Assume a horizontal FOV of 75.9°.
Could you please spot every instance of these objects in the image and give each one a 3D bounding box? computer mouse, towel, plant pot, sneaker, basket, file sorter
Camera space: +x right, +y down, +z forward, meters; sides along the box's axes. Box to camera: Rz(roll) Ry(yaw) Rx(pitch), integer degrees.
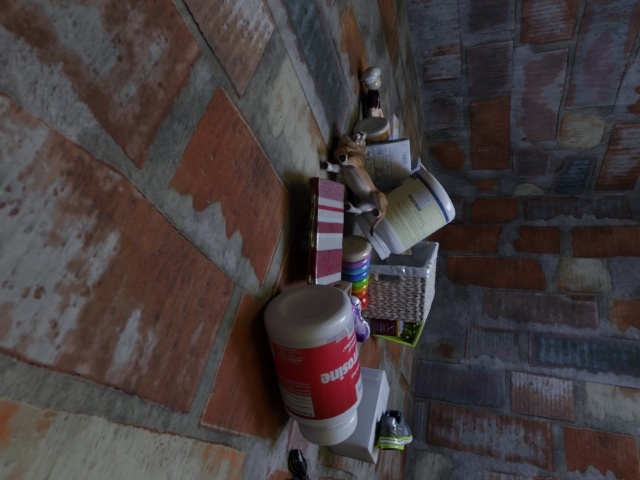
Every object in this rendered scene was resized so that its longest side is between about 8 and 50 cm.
[{"bbox_3d":[-0.082,0.760,1.165,0.272,0.072,0.188,-51,138,-56],"label":"computer mouse"},{"bbox_3d":[0.020,-0.021,1.262,0.237,0.038,0.328,-2,94,-68],"label":"towel"},{"bbox_3d":[0.390,0.353,2.025,0.207,0.229,0.226,-61,165,-58],"label":"plant pot"},{"bbox_3d":[0.288,0.702,1.555,0.300,0.111,0.121,40,53,-69],"label":"sneaker"},{"bbox_3d":[0.330,0.166,1.791,0.331,0.329,0.266,-40,130,-61],"label":"basket"},{"bbox_3d":[0.121,0.327,1.613,0.104,0.095,0.236,-56,136,-42],"label":"sneaker"},{"bbox_3d":[0.372,-0.205,1.840,0.173,0.278,0.192,50,27,-10],"label":"file sorter"}]

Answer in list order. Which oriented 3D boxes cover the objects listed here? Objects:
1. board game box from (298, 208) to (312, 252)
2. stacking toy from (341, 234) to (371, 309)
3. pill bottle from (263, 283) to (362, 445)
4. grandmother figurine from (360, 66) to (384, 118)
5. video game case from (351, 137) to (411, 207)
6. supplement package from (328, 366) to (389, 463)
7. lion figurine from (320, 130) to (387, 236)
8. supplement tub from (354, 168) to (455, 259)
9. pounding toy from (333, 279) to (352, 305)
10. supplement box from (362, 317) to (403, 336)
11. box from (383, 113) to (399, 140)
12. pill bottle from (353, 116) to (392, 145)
[{"bbox_3d":[0.000,0.000,1.336,0.194,0.060,0.194,-64,147,-43],"label":"board game box"},{"bbox_3d":[0.132,0.147,1.591,0.141,0.141,0.329,-61,151,-48],"label":"stacking toy"},{"bbox_3d":[-0.007,0.343,1.118,0.229,0.229,0.406,-49,135,-57],"label":"pill bottle"},{"bbox_3d":[0.241,-0.591,1.826,0.207,0.104,0.341,-94,175,-61],"label":"grandmother figurine"},{"bbox_3d":[0.241,-0.260,1.664,0.061,0.245,0.269,-107,-173,-66],"label":"video game case"},{"bbox_3d":[0.143,0.651,1.559,0.177,0.176,0.292,72,30,-44],"label":"supplement package"},{"bbox_3d":[0.145,-0.206,1.462,0.240,0.142,0.391,-16,82,-59],"label":"lion figurine"},{"bbox_3d":[0.317,-0.095,1.578,0.235,0.325,0.235,56,5,-7],"label":"supplement tub"},{"bbox_3d":[0.048,0.243,1.434,0.181,0.094,0.205,-34,132,-68],"label":"pounding toy"},{"bbox_3d":[0.264,0.365,1.814,0.104,0.189,0.080,-15,104,-67],"label":"supplement box"},{"bbox_3d":[0.322,-0.503,2.016,0.114,0.103,0.202,8,84,-68],"label":"box"},{"bbox_3d":[0.240,-0.377,1.765,0.271,0.153,0.152,69,32,-41],"label":"pill bottle"}]
